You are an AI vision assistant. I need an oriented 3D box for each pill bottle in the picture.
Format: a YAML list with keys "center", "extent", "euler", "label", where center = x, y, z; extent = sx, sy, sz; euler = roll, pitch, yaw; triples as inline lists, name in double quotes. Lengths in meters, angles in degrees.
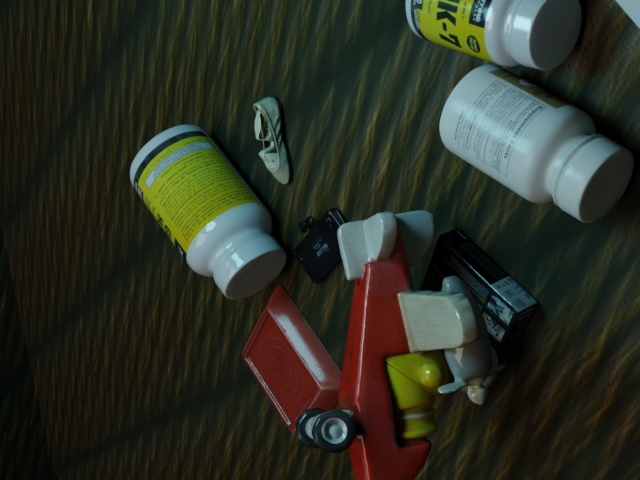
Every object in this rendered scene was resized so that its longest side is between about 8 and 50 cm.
- center: [0.218, -0.290, 1.281]
  extent: [0.208, 0.119, 0.119]
  euler: [30, 131, 43]
  label: "pill bottle"
- center: [0.274, -0.122, 1.282]
  extent: [0.229, 0.131, 0.131]
  euler: [39, 137, 37]
  label: "pill bottle"
- center: [-0.215, -0.053, 1.970]
  extent: [0.334, 0.188, 0.188]
  euler: [52, 143, 24]
  label: "pill bottle"

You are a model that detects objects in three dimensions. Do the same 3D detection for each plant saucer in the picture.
- center: [-0.068, 0.260, 2.066]
  extent: [0.259, 0.048, 0.258]
  euler: [54, 144, 20]
  label: "plant saucer"

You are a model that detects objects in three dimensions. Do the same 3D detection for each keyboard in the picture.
- center: [0.000, 0.000, 1.846]
  extent: [0.108, 0.023, 0.180]
  euler: [54, 144, 10]
  label: "keyboard"

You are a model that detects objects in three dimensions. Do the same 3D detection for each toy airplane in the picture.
- center: [0.133, 0.141, 1.479]
  extent: [0.386, 0.272, 0.384]
  euler: [-94, 18, -55]
  label: "toy airplane"

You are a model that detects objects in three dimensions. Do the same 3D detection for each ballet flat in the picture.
- center: [-0.095, -0.179, 1.850]
  extent: [0.057, 0.052, 0.168]
  euler: [15, 120, 51]
  label: "ballet flat"

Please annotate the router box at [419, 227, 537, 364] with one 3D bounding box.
- center: [0.235, 0.087, 1.534]
  extent: [0.179, 0.046, 0.133]
  euler: [47, 142, 30]
  label: "router box"

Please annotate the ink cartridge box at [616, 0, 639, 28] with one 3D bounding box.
- center: [0.402, -0.257, 1.086]
  extent: [0.150, 0.063, 0.109]
  euler: [57, 146, 18]
  label: "ink cartridge box"
